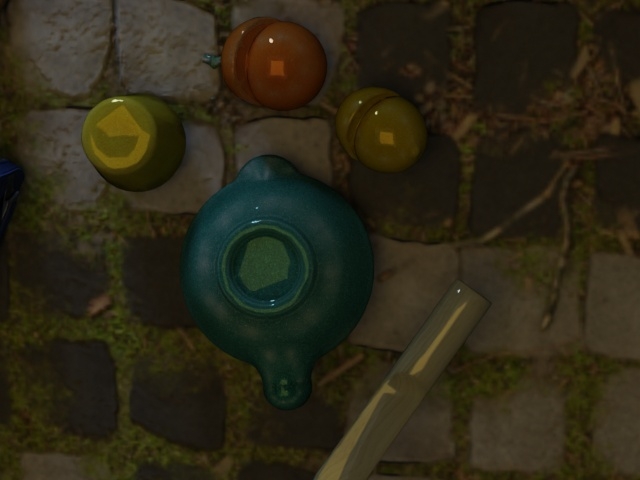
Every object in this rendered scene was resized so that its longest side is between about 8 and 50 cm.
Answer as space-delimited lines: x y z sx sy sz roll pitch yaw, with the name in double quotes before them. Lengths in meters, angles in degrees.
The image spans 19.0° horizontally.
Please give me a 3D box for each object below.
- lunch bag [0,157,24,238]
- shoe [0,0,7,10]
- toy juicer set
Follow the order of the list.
"lunch bag" -0.250 -0.023 1.356 0.065 0.067 0.098 26 105 6
"shoe" -0.287 -0.112 1.349 0.076 0.058 0.219 28 106 6
"toy juicer set" 0.000 0.000 1.299 0.209 0.089 0.329 -34 84 5
